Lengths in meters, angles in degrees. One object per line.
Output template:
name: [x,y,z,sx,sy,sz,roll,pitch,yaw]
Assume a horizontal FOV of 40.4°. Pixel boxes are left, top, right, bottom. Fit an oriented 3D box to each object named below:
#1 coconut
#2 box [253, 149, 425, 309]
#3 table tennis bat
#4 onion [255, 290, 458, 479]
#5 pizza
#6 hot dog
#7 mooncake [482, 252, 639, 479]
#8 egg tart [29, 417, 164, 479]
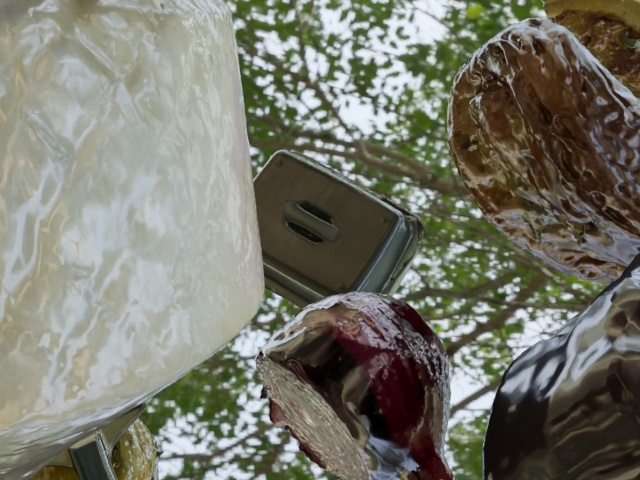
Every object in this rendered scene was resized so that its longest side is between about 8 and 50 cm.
coconut: [-0.178,-0.014,0.446,0.329,0.328,0.329,-12,-104,52]
box: [0.000,0.000,1.363,0.290,0.166,0.221,29,-102,21]
table tennis bat: [-0.219,0.163,0.784,0.274,0.154,0.021,50,-22,46]
onion: [0.055,0.145,0.742,0.218,0.140,0.195,41,-32,25]
pizza: [0.439,-0.267,1.307,0.292,0.058,0.197,36,-58,12]
hot dog: [0.304,-0.068,0.987,0.174,0.387,0.267,-49,-173,-11]
mooncake: [0.321,0.169,0.639,0.351,0.381,0.212,-85,-158,-43]
egg tart: [-0.283,0.228,0.809,0.279,0.279,0.095,47,-39,46]
